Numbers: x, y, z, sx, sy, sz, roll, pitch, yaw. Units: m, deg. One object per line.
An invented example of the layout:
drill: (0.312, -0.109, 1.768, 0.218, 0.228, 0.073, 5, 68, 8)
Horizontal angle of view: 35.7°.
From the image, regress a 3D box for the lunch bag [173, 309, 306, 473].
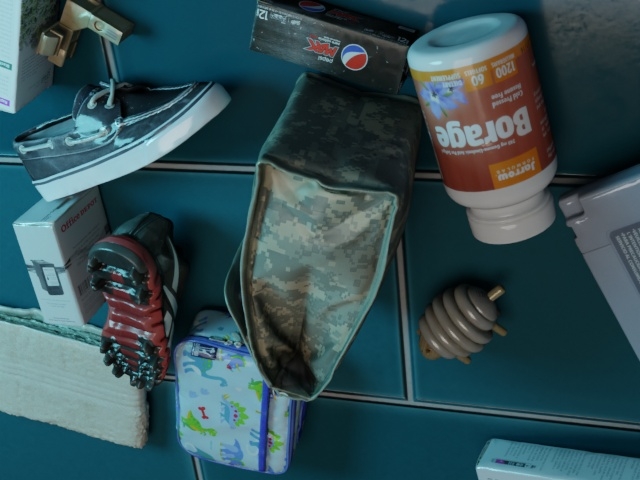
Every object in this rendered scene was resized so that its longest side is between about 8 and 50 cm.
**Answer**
lunch bag: (-0.102, 0.204, 1.319, 0.176, 0.090, 0.219, 13, 124, 8)

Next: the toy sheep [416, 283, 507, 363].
toy sheep: (0.166, 0.094, 1.164, 0.091, 0.091, 0.132, 42, 110, -8)

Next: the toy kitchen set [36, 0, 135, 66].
toy kitchen set: (-0.271, -0.221, 1.129, 0.075, 0.068, 0.083, 31, 125, -1)

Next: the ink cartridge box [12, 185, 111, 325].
ink cartridge box: (-0.318, 0.016, 1.265, 0.063, 0.109, 0.151, 3, 121, 21)

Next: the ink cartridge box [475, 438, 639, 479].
ink cartridge box: (0.382, 0.410, 1.246, 0.330, 0.071, 0.324, 2, 122, 34)

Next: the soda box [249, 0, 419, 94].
soda box: (0.014, -0.211, 1.046, 0.168, 0.053, 0.060, 19, 125, 8)

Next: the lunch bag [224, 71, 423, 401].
lunch bag: (0.000, 0.000, 1.069, 0.168, 0.235, 0.287, 14, 123, 4)

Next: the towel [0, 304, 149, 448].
towel: (-0.375, 0.193, 1.432, 0.282, 0.049, 0.187, 14, 125, 9)

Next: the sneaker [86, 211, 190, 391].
sneaker: (-0.220, 0.075, 1.261, 0.097, 0.135, 0.276, 17, 135, 14)

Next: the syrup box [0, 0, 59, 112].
syrup box: (-0.354, -0.273, 1.112, 0.096, 0.093, 0.237, 21, 125, 6)

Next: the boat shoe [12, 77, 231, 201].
boat shoe: (-0.241, -0.137, 1.155, 0.301, 0.108, 0.102, -17, 115, 34)

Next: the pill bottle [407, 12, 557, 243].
pill bottle: (0.173, -0.111, 1.011, 0.121, 0.121, 0.216, -9, 117, 24)

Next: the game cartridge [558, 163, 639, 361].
game cartridge: (0.401, 0.045, 1.029, 0.198, 0.062, 0.297, -24, 105, 29)
